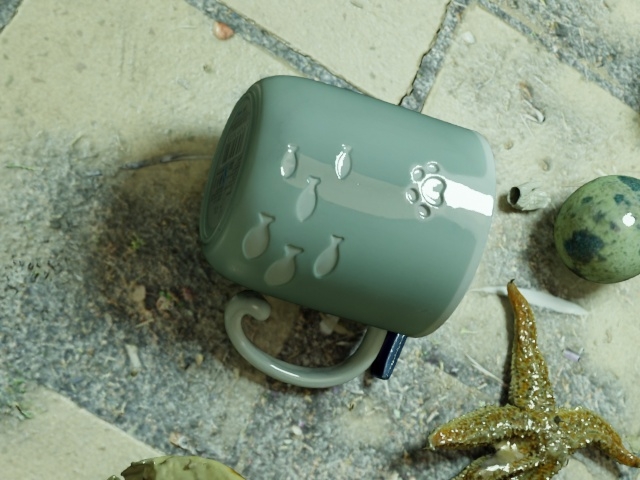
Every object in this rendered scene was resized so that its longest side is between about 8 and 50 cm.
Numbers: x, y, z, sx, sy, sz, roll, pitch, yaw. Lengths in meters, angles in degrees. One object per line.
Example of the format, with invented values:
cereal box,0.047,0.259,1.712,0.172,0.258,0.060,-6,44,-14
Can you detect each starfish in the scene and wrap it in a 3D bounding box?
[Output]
starfish,0.238,0.246,1.337,0.293,0.084,0.302,-35,97,-25

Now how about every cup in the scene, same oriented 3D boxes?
cup,0.000,0.000,1.228,0.274,0.259,0.357,17,104,-16

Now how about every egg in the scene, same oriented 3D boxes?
egg,0.395,-0.019,1.426,0.181,0.141,0.141,-24,88,-33

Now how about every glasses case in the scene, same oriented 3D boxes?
glasses case,0.084,0.133,1.324,0.023,0.033,0.083,38,67,-30

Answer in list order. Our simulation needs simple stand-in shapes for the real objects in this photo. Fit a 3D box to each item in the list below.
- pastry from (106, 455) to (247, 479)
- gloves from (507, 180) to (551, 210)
pastry,-0.128,0.361,1.116,0.236,0.170,0.256,-8,67,4
gloves,0.279,-0.062,1.440,0.081,0.037,0.044,12,101,-30
